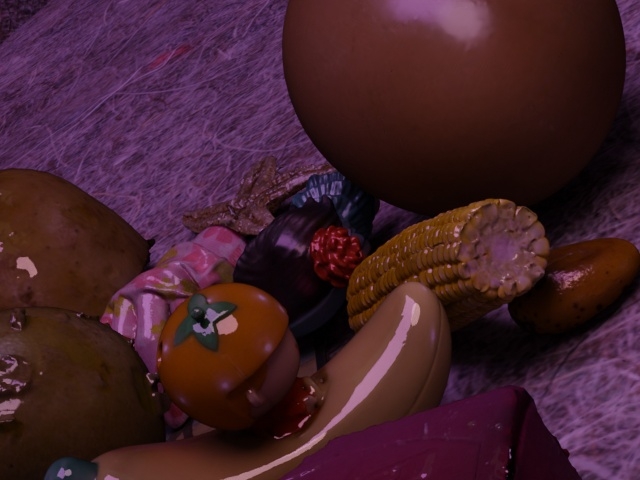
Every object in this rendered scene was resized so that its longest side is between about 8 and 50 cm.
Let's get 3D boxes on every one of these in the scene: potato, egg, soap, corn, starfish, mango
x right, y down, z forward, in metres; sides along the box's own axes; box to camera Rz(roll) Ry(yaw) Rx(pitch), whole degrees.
[{"bbox_3d":[-0.292,0.191,1.333,0.359,0.270,0.219,-14,40,-23],"label":"potato"},{"bbox_3d":[0.122,-0.171,1.502,0.301,0.301,0.374,-39,26,-10],"label":"egg"},{"bbox_3d":[-0.321,0.032,1.828,0.242,0.242,0.285,-21,27,31],"label":"potato"},{"bbox_3d":[0.044,0.214,1.121,0.250,0.099,0.162,-23,33,28],"label":"soap"},{"bbox_3d":[0.096,0.029,1.337,0.093,0.093,0.244,-47,5,-27],"label":"corn"},{"bbox_3d":[-0.070,-0.054,1.870,0.138,0.050,0.247,-43,26,-22],"label":"starfish"},{"bbox_3d":[0.202,0.034,1.307,0.114,0.057,0.079,-27,18,-2],"label":"mango"}]

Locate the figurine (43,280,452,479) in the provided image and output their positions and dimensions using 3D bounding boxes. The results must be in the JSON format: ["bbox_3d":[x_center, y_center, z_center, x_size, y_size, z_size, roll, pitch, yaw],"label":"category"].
[{"bbox_3d":[-0.047,0.131,1.238,0.324,0.222,0.124,-38,20,-4],"label":"figurine"}]

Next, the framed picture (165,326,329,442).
[{"bbox_3d":[-0.108,0.124,1.613,0.265,0.016,0.347,-31,22,12],"label":"framed picture"}]

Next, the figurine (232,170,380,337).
[{"bbox_3d":[0.000,0.000,1.553,0.138,0.110,0.245,-52,4,26],"label":"figurine"}]

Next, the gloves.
[{"bbox_3d":[-0.157,0.091,1.577,0.145,0.126,0.241,-6,28,42],"label":"gloves"}]
